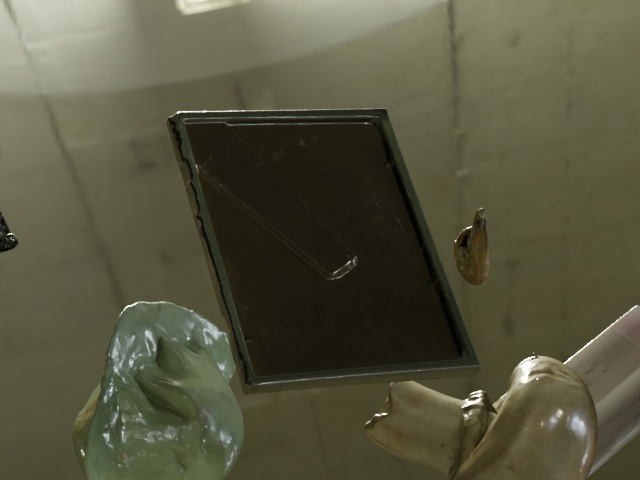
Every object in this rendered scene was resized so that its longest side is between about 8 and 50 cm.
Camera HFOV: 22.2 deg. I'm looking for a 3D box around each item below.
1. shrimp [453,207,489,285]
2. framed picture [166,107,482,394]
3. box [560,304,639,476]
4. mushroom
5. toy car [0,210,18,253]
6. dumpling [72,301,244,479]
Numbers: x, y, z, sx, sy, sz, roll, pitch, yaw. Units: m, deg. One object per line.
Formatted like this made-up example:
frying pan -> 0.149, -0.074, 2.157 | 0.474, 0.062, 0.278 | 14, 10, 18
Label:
shrimp -> 0.186, 0.006, 2.024 | 0.023, 0.059, 0.108 | -20, -59, -33
framed picture -> 0.000, 0.000, 1.404 | 0.213, 0.289, 0.016 | -3, -36, -22
box -> 0.457, 0.253, 2.638 | 0.251, 0.106, 0.203 | -34, -37, -31
mushroom -> 0.218, 0.266, 2.201 | 0.290, 0.292, 0.292 | 31, -40, 8
toy car -> -0.410, -0.018, 1.842 | 0.062, 0.071, 0.165 | -32, -16, 15
dumpling -> -0.244, 0.251, 2.270 | 0.270, 0.321, 0.212 | 36, -66, -27
